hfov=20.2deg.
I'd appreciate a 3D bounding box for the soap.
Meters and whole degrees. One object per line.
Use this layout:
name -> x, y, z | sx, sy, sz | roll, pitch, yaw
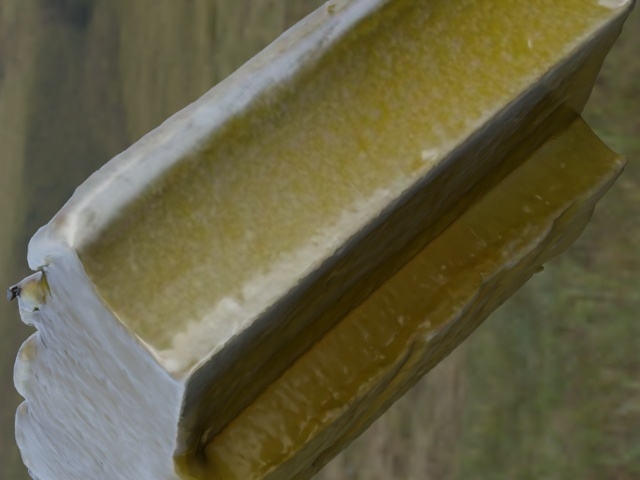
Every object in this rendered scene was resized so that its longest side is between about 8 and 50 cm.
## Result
soap -> 0.000, 0.000, 0.804 | 0.281, 0.143, 0.259 | -38, -17, -25
